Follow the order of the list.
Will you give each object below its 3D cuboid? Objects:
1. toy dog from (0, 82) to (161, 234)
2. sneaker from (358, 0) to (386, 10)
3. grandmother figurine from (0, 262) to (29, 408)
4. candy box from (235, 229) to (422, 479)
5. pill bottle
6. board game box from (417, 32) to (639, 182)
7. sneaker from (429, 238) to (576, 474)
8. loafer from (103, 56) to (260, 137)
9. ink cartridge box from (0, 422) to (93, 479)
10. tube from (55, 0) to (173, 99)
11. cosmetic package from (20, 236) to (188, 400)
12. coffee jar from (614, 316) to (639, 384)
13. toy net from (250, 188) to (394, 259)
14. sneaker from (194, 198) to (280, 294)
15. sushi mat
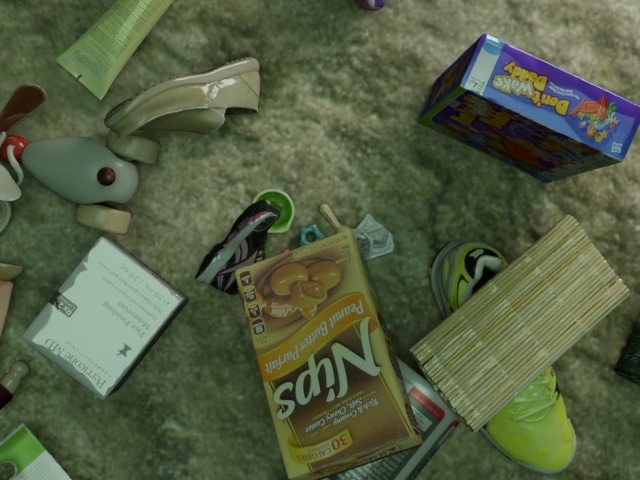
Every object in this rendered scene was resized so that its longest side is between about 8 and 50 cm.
[{"bbox_3d":[-0.402,-0.114,1.582,0.333,0.161,0.220,-3,88,-5],"label":"toy dog"},{"bbox_3d":[0.088,-0.474,1.672,0.104,0.095,0.237,-6,88,-12],"label":"sneaker"},{"bbox_3d":[-0.541,0.195,1.594,0.207,0.104,0.343,8,85,5],"label":"grandmother figurine"},{"bbox_3d":[0.009,0.164,1.537,0.182,0.087,0.317,-20,67,9],"label":"candy box"},{"bbox_3d":[0.064,0.316,1.604,0.161,0.161,0.283,40,86,-2],"label":"pill bottle"},{"bbox_3d":[0.283,-0.177,1.545,0.233,0.347,0.078,25,87,-3],"label":"board game box"},{"bbox_3d":[0.275,0.182,1.632,0.145,0.147,0.385,-27,91,-7],"label":"sneaker"},{"bbox_3d":[-0.189,-0.197,1.596,0.268,0.102,0.092,-25,97,-32],"label":"loafer"},{"bbox_3d":[-0.413,0.417,1.597,0.189,0.097,0.255,-41,90,-4],"label":"ink cartridge box"},{"bbox_3d":[-0.293,-0.335,1.655,0.240,0.062,0.070,-50,49,0],"label":"tube"},{"bbox_3d":[-0.310,0.112,1.586,0.151,0.151,0.184,37,86,-1],"label":"cosmetic package"},{"bbox_3d":[0.532,0.140,1.679,0.079,0.096,0.184,26,87,-6],"label":"coffee jar"},{"bbox_3d":[0.000,0.000,1.668,0.232,0.045,0.122,12,87,-4],"label":"toy net"},{"bbox_3d":[-0.109,0.013,1.631,0.077,0.072,0.178,35,125,-15],"label":"sneaker"},{"bbox_3d":[0.286,0.117,1.552,0.316,0.019,0.151,-40,92,-9],"label":"sushi mat"}]
